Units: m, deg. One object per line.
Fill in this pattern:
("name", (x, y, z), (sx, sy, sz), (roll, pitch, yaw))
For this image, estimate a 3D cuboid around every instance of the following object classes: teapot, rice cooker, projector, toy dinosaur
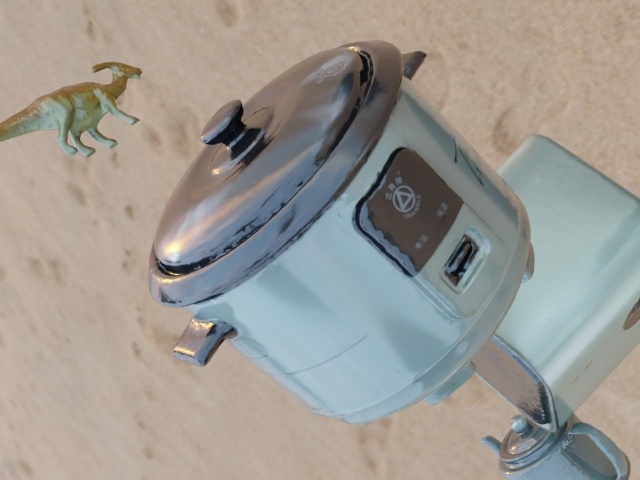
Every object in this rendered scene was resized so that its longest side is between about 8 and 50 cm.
("teapot", (0.314, 0.289, 1.442), (0.149, 0.162, 0.239), (49, 153, -9))
("rice cooker", (0.007, -0.012, 0.762), (0.227, 0.280, 0.241), (43, 163, -22))
("projector", (0.281, 0.056, 1.357), (0.248, 0.249, 0.248), (41, 170, 29))
("toy dinosaur", (-0.132, -0.059, 0.552), (0.041, 0.113, 0.026), (53, 150, 0))
